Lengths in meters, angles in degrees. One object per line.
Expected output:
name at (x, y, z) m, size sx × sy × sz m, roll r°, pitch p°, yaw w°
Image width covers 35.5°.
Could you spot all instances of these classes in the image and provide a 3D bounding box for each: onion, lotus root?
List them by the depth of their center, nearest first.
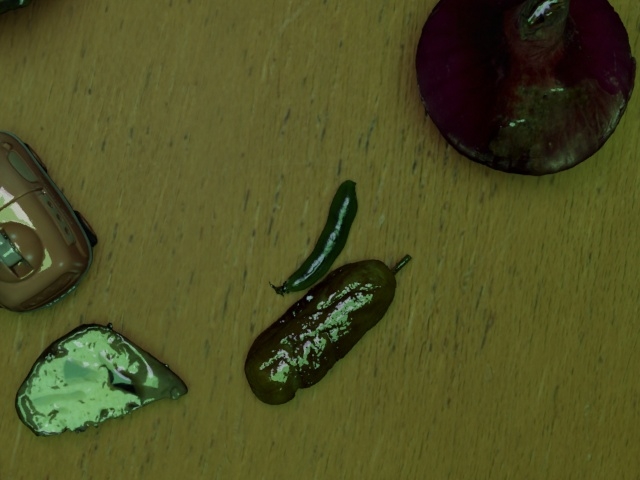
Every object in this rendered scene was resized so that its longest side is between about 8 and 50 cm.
onion at (0.316, -0.281, 1.521) m, size 0.348 × 0.385 × 0.347 m, roll -1°, pitch 79°, yaw 4°
lotus root at (-0.364, 0.219, 1.602) m, size 0.261 × 0.074 × 0.170 m, roll -23°, pitch 91°, yaw -7°

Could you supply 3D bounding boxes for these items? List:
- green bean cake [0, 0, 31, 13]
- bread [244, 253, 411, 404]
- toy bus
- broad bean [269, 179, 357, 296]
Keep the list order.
green bean cake at (-0.520, -0.456, 1.496) m, size 0.310 × 0.285 × 0.202 m, roll -17°, pitch 118°, yaw 16°
bread at (0.018, 0.134, 1.639) m, size 0.344 × 0.084 × 0.124 m, roll -41°, pitch 96°, yaw -5°
toy bus at (-0.482, -0.022, 1.506) m, size 0.194 × 0.232 × 0.287 m, roll -35°, pitch 96°, yaw -2°
broad bean at (0.004, 0.004, 1.657) m, size 0.069 × 0.039 × 0.227 m, roll 36°, pitch 87°, yaw 0°
